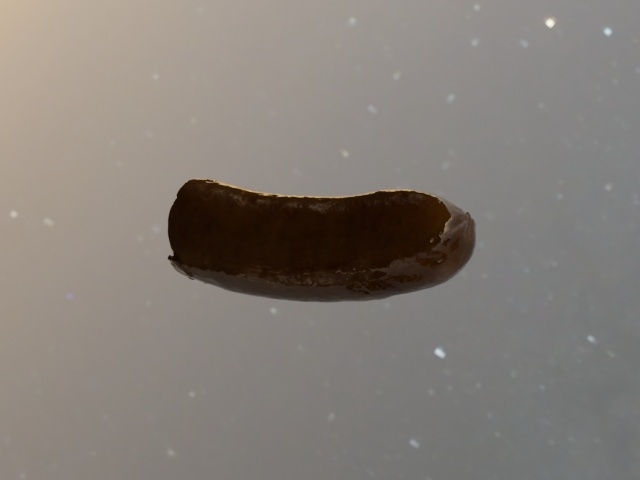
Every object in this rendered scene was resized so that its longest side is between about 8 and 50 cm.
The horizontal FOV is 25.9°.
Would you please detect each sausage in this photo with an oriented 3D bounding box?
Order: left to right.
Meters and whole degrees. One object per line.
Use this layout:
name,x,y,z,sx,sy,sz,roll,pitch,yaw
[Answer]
sausage,0.000,0.000,1.213,0.271,0.109,0.109,1,-132,16
